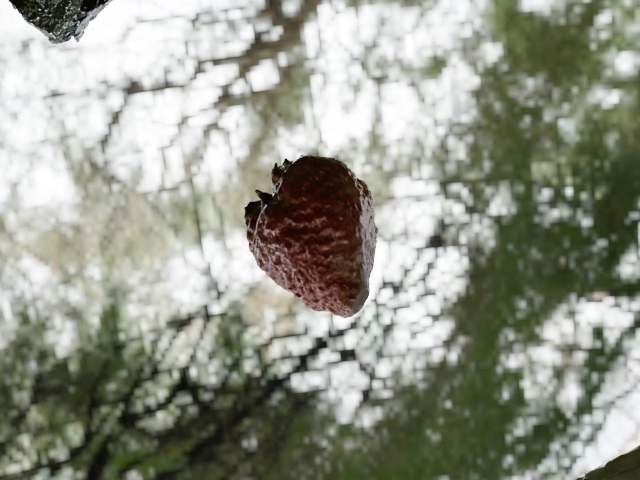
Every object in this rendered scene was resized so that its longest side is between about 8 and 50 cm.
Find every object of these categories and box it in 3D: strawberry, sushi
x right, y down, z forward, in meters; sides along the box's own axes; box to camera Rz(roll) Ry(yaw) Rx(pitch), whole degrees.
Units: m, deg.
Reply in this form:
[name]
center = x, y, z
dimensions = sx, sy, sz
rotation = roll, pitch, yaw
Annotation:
[strawberry]
center = 0.004, -0.005, 1.529
dimensions = 0.148, 0.131, 0.131
rotation = 35, -134, 28
[sushi]
center = -0.207, -0.219, 1.398
dimensions = 0.078, 0.090, 0.150
rotation = -37, -162, 19

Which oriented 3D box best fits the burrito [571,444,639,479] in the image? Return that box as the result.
[burrito]
center = 0.305, 0.225, 1.433
dimensions = 0.347, 0.175, 0.107
rotation = -34, -150, 11
